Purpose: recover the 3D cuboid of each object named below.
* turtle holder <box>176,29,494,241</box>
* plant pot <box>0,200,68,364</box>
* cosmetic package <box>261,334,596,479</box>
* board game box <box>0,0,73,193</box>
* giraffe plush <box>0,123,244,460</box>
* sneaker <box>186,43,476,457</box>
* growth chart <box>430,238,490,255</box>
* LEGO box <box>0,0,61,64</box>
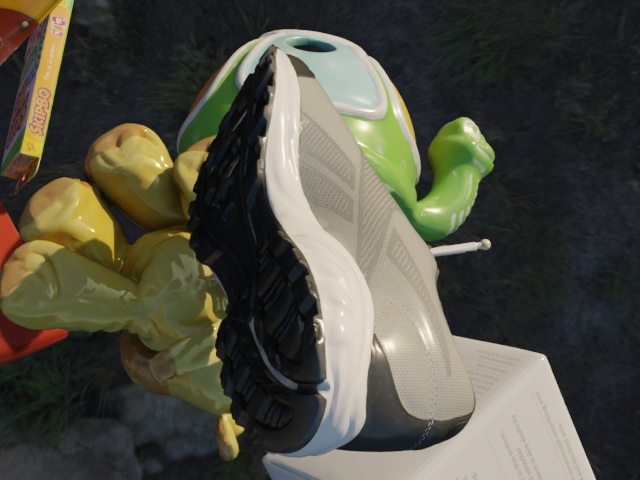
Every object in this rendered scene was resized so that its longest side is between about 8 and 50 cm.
[{"bbox_3d":[0.009,-0.101,1.060,0.320,0.243,0.227,-3,62,19],"label":"turtle holder"},{"bbox_3d":[-0.571,0.102,1.411,0.267,0.236,0.267,-24,98,20],"label":"plant pot"},{"bbox_3d":[0.190,0.401,1.661,0.393,0.327,0.329,-36,114,-28],"label":"cosmetic package"},{"bbox_3d":[-0.390,-0.199,1.368,0.039,0.124,0.260,12,73,-27],"label":"board game box"},{"bbox_3d":[-0.087,0.046,0.674,0.210,0.170,0.181,27,62,27],"label":"giraffe plush"},{"bbox_3d":[0.000,0.000,0.516,0.108,0.272,0.100,14,128,-27],"label":"sneaker"},{"bbox_3d":[0.145,0.022,1.545,0.172,0.237,0.021,-8,90,-20],"label":"growth chart"},{"bbox_3d":[-0.405,-0.383,0.681,0.193,0.372,0.500,-49,139,-7],"label":"LEGO box"}]
